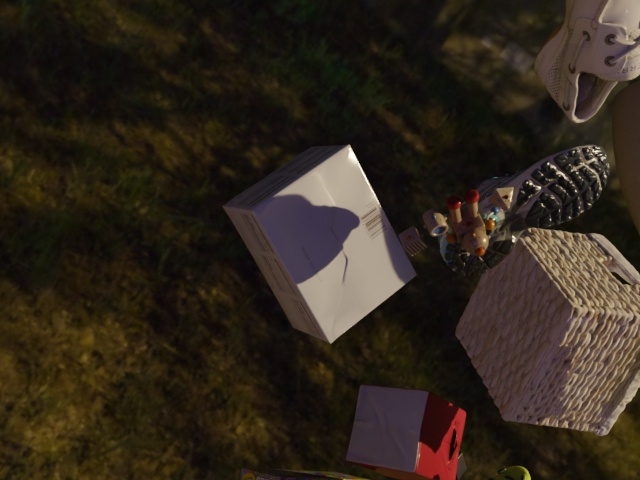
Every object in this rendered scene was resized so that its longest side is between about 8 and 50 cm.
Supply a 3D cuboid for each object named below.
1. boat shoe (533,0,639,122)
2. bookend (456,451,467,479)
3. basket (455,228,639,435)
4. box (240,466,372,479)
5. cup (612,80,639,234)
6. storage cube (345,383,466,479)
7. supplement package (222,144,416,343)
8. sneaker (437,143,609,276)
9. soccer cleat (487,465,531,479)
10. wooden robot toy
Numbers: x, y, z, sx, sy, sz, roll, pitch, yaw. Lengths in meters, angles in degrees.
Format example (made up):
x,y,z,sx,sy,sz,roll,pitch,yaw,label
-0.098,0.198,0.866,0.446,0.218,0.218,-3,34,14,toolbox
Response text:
x,y,z,sx,sy,sz,roll,pitch,yaw,label
0.291,-0.202,0.787,0.277,0.098,0.096,84,-12,-73,boat shoe
0.390,0.670,2.489,0.156,0.157,0.072,-32,110,-45,bookend
0.505,0.181,1.708,0.266,0.332,0.328,9,31,-22,basket
-0.047,0.709,1.958,0.289,0.279,0.177,14,-14,-37,box
0.651,-0.111,1.372,0.330,0.237,0.331,14,-10,2,cup
0.194,0.445,1.836,0.214,0.184,0.193,0,-23,36,storage cube
0.000,0.000,1.365,0.145,0.204,0.262,11,-46,62,supplement package
0.292,-0.070,1.210,0.110,0.283,0.122,55,7,-29,sneaker
0.370,0.604,1.667,0.121,0.093,0.289,57,48,-31,soccer cleat
0.198,-0.014,1.108,0.076,0.173,0.079,65,5,-56,wooden robot toy
